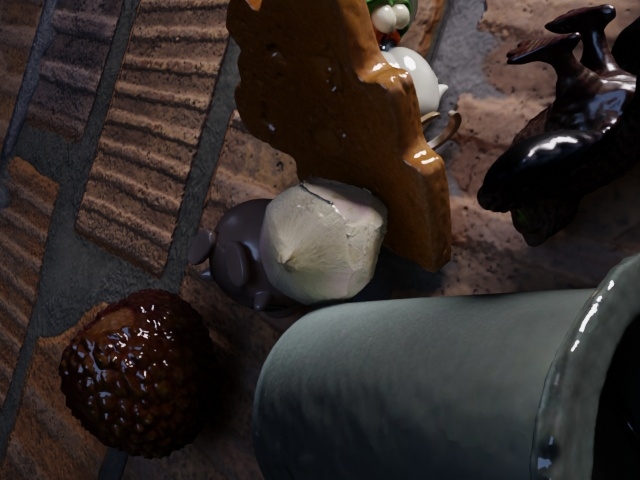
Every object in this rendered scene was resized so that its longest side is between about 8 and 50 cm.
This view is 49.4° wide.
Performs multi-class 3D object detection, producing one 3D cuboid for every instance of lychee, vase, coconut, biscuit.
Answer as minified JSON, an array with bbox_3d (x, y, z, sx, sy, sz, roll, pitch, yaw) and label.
[{"bbox_3d":[-0.195,0.152,0.792,0.188,0.188,0.188,-12,72,41],"label":"lychee"},{"bbox_3d":[0.097,0.136,0.474,0.291,0.245,0.245,-8,75,48],"label":"vase"},{"bbox_3d":[0.000,0.000,0.593,0.110,0.124,0.110,7,109,21],"label":"coconut"},{"bbox_3d":[0.022,-0.102,0.632,0.306,0.043,0.284,53,157,-2],"label":"biscuit"}]

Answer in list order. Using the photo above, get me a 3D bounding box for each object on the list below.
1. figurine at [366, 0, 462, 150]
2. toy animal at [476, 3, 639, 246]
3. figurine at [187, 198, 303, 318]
[{"bbox_3d":[0.068,-0.149,0.655,0.132,0.132,0.154,-39,69,30],"label":"figurine"},{"bbox_3d":[0.188,-0.067,0.493,0.116,0.218,0.180,21,137,32],"label":"toy animal"},{"bbox_3d":[-0.054,0.019,0.707,0.125,0.138,0.125,-6,81,42],"label":"figurine"}]
